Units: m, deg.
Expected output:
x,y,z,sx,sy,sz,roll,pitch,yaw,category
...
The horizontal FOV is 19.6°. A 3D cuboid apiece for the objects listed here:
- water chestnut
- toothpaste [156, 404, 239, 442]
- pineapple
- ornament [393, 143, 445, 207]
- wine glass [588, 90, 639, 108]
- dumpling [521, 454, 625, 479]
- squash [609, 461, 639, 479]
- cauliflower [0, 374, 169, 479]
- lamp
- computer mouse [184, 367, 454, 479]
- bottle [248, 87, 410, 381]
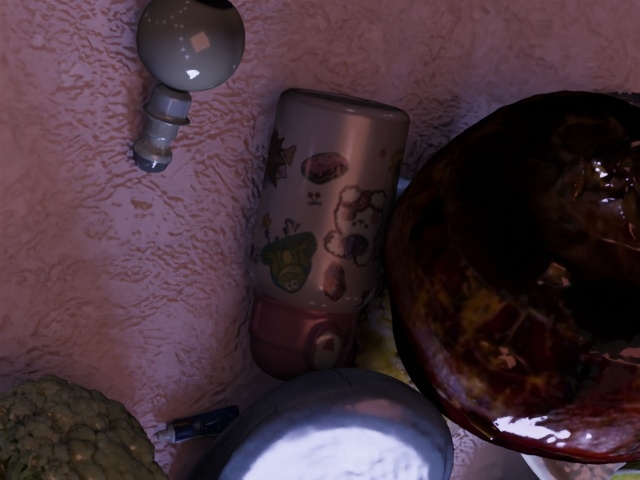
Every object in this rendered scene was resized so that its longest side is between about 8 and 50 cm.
x,y,z,sx,sy,sz,roll,pitch,yaw,category
0.223,0.020,1.551,0.350,0.350,0.302,-11,146,-21,water chestnut
-0.108,0.168,1.663,0.083,0.019,0.027,-10,89,-26,toothpaste
0.101,0.094,1.726,0.221,0.047,0.221,-7,105,-27,pineapple
0.092,-0.040,1.691,0.092,0.041,0.068,-30,90,-3,ornament
0.275,-0.062,1.750,0.072,0.072,0.155,-2,102,-24,wine glass
0.236,0.132,1.730,0.166,0.126,0.216,38,75,-14,dumpling
0.252,0.333,1.757,0.309,0.210,0.233,-9,92,-26,squash
-0.245,0.248,1.519,0.250,0.272,0.275,-3,89,8,cauliflower
-0.123,-0.131,1.559,0.091,0.091,0.163,12,113,-26,lamp
-0.023,0.227,1.626,0.188,0.122,0.371,22,125,-18,computer mouse
0.000,0.000,1.615,0.120,0.120,0.253,6,99,-25,bottle
